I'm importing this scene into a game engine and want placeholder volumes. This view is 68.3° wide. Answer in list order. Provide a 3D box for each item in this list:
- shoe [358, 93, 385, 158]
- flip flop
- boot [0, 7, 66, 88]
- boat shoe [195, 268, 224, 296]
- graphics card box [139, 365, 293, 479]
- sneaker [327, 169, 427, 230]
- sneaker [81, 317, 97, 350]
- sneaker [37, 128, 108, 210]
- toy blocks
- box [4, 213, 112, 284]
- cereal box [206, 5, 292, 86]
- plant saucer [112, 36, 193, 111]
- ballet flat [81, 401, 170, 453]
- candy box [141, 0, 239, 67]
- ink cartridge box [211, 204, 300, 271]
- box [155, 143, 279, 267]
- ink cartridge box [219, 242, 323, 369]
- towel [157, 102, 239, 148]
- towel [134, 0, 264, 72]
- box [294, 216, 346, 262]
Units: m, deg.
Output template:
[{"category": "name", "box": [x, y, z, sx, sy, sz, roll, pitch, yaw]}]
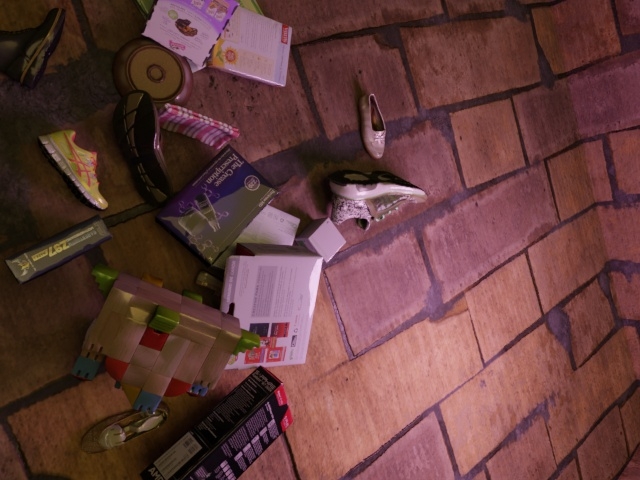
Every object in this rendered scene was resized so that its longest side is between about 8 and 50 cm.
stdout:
[{"category": "shoe", "box": [0.176, -0.383, 1.583, 0.076, 0.058, 0.219, -17, 97, -32]}, {"category": "flip flop", "box": [-0.427, -0.228, 1.169, 0.112, 0.080, 0.277, -10, 110, 5]}, {"category": "boot", "box": [-0.661, -0.455, 1.035, 0.137, 0.076, 0.198, 25, 73, -24]}, {"category": "boat shoe", "box": [-0.276, 0.126, 1.272, 0.135, 0.050, 0.045, 36, 84, -27]}, {"category": "graphics card box", "box": [-0.239, 0.514, 1.184, 0.371, 0.094, 0.233, -40, 145, -28]}, {"category": "sneaker", "box": [0.178, -0.126, 1.556, 0.410, 0.158, 0.182, -1, 119, -35]}, {"category": "sneaker", "box": [-0.451, 0.241, 1.137, 0.212, 0.080, 0.094, 21, 65, -29]}, {"category": "sneaker", "box": [-0.547, -0.165, 1.087, 0.094, 0.081, 0.209, -40, 108, -30]}, {"category": "toy blocks", "box": [-0.363, 0.251, 1.043, 0.381, 0.191, 0.261, 26, 98, -19]}, {"category": "box", "box": [-0.548, 0.023, 0.985, 0.183, 0.232, 0.059, -33, 102, -30]}, {"category": "cereal box", "box": [-0.196, -0.546, 1.325, 0.240, 0.047, 0.173, 4, 97, -41]}, {"category": "plant saucer", "box": [-0.418, -0.417, 1.193, 0.198, 0.036, 0.199, -2, 95, -26]}, {"category": "ballet flat", "box": [-0.457, 0.445, 1.122, 0.206, 0.067, 0.073, -21, 99, -32]}, {"category": "candy box", "box": [-0.318, -0.555, 1.153, 0.164, 0.196, 0.070, 22, 40, -32]}, {"category": "ink cartridge box", "box": [-0.187, 0.003, 1.334, 0.223, 0.045, 0.224, 24, 76, -29]}, {"category": "box", "box": [-0.265, -0.088, 1.217, 0.184, 0.103, 0.261, 44, 73, -12]}, {"category": "ink cartridge box", "box": [-0.160, 0.170, 1.248, 0.271, 0.130, 0.310, 4, 101, -33]}, {"category": "towel", "box": [-0.322, -0.289, 1.202, 0.196, 0.144, 0.029, 15, 79, -31]}, {"category": "towel", "box": [-0.314, -0.627, 1.288, 0.325, 0.038, 0.248, -41, 110, -28]}, {"category": "box", "box": [0.000, 0.000, 1.431, 0.102, 0.087, 0.101, -47, 111, -26]}]
